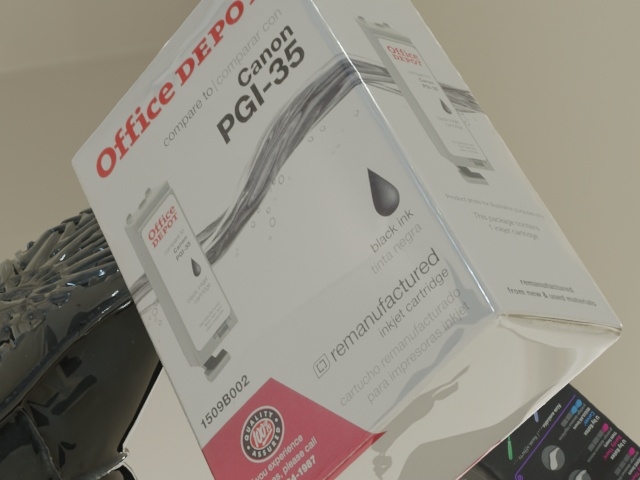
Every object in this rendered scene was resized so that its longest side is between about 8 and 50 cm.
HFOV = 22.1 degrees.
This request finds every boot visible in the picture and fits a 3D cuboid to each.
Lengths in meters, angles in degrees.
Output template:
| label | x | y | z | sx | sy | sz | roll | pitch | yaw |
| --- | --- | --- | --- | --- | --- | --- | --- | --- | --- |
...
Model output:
| label | x | y | z | sx | sy | sz | roll | pitch | yaw |
| --- | --- | --- | --- | --- | --- | --- | --- | --- | --- |
| boot | -0.126 | 0.227 | 1.202 | 0.146 | 0.367 | 0.445 | -4 | -61 | 42 |

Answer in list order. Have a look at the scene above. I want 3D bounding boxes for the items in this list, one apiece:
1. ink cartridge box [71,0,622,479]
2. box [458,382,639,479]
| label | x | y | z | sx | sy | sz | roll | pitch | yaw |
| --- | --- | --- | --- | --- | --- | --- | --- | --- | --- |
| ink cartridge box | 0.000 | 0.000 | 0.912 | 0.207 | 0.117 | 0.283 | -47 | -125 | 27 |
| box | 0.221 | 0.240 | 1.733 | 0.270 | 0.143 | 0.165 | 42 | -23 | -2 |
